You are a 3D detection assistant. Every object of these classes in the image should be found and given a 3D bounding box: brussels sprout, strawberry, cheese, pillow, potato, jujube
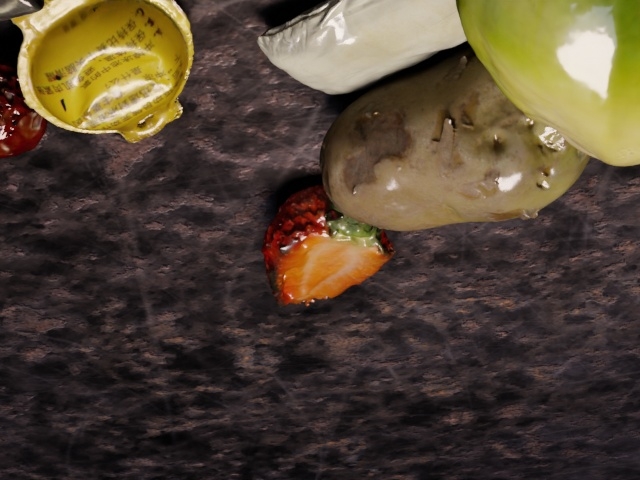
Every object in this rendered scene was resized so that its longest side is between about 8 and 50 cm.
[{"bbox_3d":[0.229,-0.208,1.062,0.260,0.227,0.294,5,126,0],"label":"brussels sprout"},{"bbox_3d":[0.002,-0.002,1.533,0.140,0.085,0.192,-15,155,5],"label":"strawberry"},{"bbox_3d":[-0.196,-0.173,1.221,0.157,0.064,0.250,-31,137,6],"label":"cheese"},{"bbox_3d":[0.062,-0.187,1.242,0.229,0.050,0.128,-23,154,34],"label":"pillow"},{"bbox_3d":[0.121,-0.092,1.311,0.262,0.165,0.165,-9,151,30],"label":"potato"},{"bbox_3d":[-0.314,-0.126,1.267,0.166,0.104,0.104,14,147,-27],"label":"jujube"}]

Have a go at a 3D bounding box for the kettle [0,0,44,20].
[{"bbox_3d":[-0.333,-0.223,1.041,0.271,0.250,0.207,-26,174,24],"label":"kettle"}]
